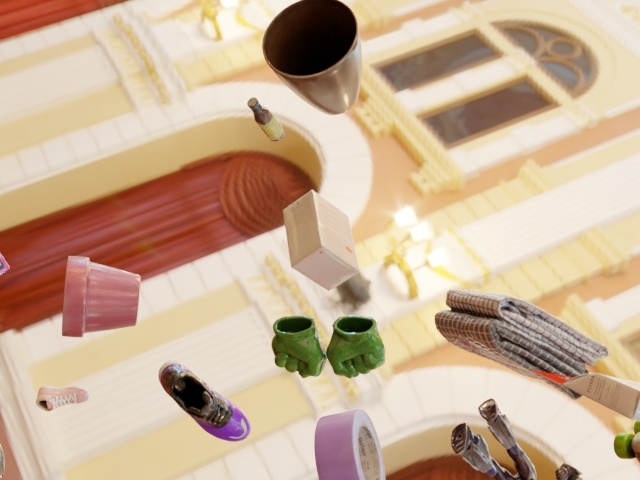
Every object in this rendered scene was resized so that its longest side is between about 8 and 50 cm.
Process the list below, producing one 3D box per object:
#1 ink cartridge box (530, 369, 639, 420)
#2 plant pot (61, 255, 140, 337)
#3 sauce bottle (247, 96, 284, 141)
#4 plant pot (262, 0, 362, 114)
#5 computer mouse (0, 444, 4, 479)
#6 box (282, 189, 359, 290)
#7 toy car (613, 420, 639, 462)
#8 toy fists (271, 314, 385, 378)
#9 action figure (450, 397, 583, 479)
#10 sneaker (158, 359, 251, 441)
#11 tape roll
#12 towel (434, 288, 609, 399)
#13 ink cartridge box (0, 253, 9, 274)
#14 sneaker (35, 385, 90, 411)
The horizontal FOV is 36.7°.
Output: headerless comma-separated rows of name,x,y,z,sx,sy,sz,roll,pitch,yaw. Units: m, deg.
ink cartridge box,0.511,0.252,1.669,0.232,0.189,0.066,31,-76,54
plant pot,-0.544,0.144,2.400,0.201,0.180,0.202,-175,-90,-76
sauce bottle,-0.125,-0.274,2.173,0.042,0.042,0.128,53,0,43
plant pot,0.006,-0.388,2.168,0.215,0.215,0.230,58,-1,31
computer mouse,-0.792,0.423,2.091,0.272,0.072,0.188,38,23,1
box,0.000,0.000,2.105,0.130,0.091,0.171,35,32,-38
toy car,0.685,0.442,1.859,0.155,0.148,0.189,-18,-87,52
toy fists,0.017,0.261,2.294,0.096,0.279,0.142,-73,156,-53
action figure,0.340,0.412,1.649,0.285,0.185,0.099,49,3,-13
sneaker,-0.292,0.430,2.469,0.293,0.102,0.146,41,-9,-16
tape roll,0.059,0.425,1.861,0.189,0.080,0.189,-14,90,-73
towel,0.397,0.207,1.951,0.283,0.121,0.235,29,-11,-17
ink cartridge box,-0.808,0.081,1.869,0.069,0.371,0.176,-4,-61,57
sneaker,-0.662,0.409,2.467,0.070,0.134,0.051,-83,176,-62
